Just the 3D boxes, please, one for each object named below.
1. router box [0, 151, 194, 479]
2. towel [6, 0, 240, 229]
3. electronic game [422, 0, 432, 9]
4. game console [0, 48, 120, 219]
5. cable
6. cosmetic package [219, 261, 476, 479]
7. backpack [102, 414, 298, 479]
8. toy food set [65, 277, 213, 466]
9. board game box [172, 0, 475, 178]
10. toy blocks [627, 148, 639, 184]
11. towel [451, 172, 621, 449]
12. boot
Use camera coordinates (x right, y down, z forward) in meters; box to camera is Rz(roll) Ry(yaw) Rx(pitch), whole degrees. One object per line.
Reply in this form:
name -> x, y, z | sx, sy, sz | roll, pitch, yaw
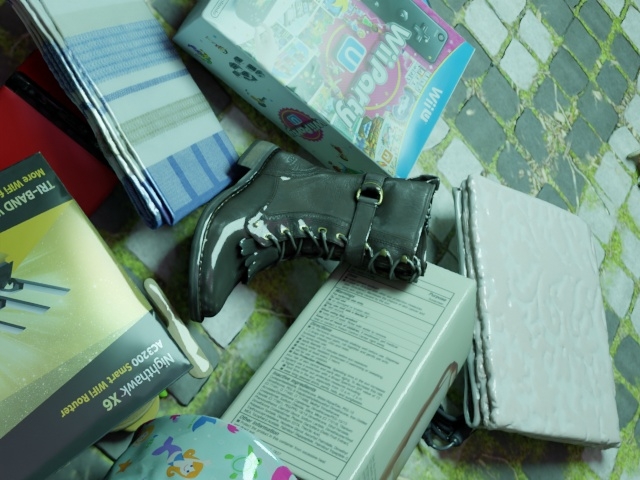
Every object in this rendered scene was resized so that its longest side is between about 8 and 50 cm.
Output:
router box -> -0.299, 0.101, 0.771 | 0.309, 0.081, 0.243 | -37, 91, -36
towel -> -0.193, -0.159, 0.957 | 0.285, 0.034, 0.209 | 58, 26, -8
electronic game -> 0.069, -0.296, 1.231 | 0.229, 0.048, 0.229 | 12, 68, -33
game console -> -0.266, -0.102, 0.934 | 0.144, 0.085, 0.124 | 41, 23, -20
cable -> 0.154, 0.156, 1.142 | 0.150, 0.047, 0.184 | -20, 87, -40
cosmetic package -> 0.034, 0.155, 0.963 | 0.296, 0.153, 0.129 | -50, 149, -35
backpack -> -0.090, 0.277, 0.800 | 0.253, 0.225, 0.191 | 57, 48, -14
toy food set -> -0.212, 0.128, 0.887 | 0.192, 0.038, 0.132 | -30, 86, -34
board game box -> 0.012, -0.232, 1.100 | 0.303, 0.097, 0.224 | 38, 66, -21
toy blocks -> 0.584, -0.094, 1.548 | 0.123, 0.054, 0.148 | -21, 88, -39
towel -> 0.290, 0.102, 1.233 | 0.317, 0.053, 0.332 | 16, 65, -42
boot -> 0.000, 0.000, 0.975 | 0.229, 0.091, 0.263 | 17, 55, 11
